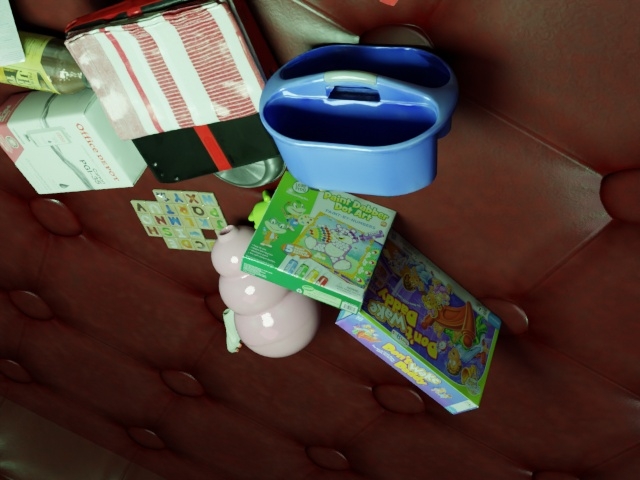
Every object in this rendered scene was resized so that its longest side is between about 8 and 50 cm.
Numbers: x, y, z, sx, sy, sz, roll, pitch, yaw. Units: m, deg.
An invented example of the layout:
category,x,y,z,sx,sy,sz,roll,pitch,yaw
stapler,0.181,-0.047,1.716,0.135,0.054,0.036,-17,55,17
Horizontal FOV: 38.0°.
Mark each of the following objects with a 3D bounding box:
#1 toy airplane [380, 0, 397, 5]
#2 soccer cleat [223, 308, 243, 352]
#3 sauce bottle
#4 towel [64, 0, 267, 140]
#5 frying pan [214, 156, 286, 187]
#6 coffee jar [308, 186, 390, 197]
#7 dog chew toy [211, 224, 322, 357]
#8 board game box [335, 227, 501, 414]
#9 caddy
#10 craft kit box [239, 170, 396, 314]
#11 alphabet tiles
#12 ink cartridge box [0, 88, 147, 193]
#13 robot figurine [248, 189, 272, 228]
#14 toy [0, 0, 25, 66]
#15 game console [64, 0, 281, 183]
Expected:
category,x,y,z,sx,sy,sz,roll,pitch,yaw
toy airplane,0.107,-0.432,1.460,0.151,0.028,0.151,15,143,12
soccer cleat,-0.217,0.212,2.374,0.076,0.068,0.196,26,136,5
sauce bottle,-0.539,-0.349,1.830,0.344,0.111,0.111,12,141,12
towel,-0.268,-0.299,1.667,0.329,0.037,0.237,-8,131,20
frying pan,-0.213,-0.215,1.878,0.326,0.053,0.197,38,138,-22
coffee jar,0.056,-0.137,1.796,0.184,0.079,0.096,6,142,21
dog chew toy,-0.134,0.105,2.102,0.206,0.207,0.332,-8,124,35
board game box,0.215,0.171,1.955,0.347,0.233,0.078,39,140,-19
caddy,0.067,-0.219,1.567,0.341,0.241,0.179,7,146,20
craft kit box,0.000,0.000,1.855,0.249,0.247,0.061,20,139,4
alphabet tiles,-0.321,-0.045,2.163,0.237,0.009,0.198,4,139,23
ink cartridge box,-0.529,-0.216,1.978,0.283,0.117,0.207,-2,135,30
robot figurine,-0.097,-0.057,1.982,0.115,0.067,0.101,-13,121,38
toy,-0.651,-0.447,1.764,0.136,0.056,0.237,-10,110,6
game console,-0.242,-0.288,1.736,0.342,0.060,0.387,-11,129,23
